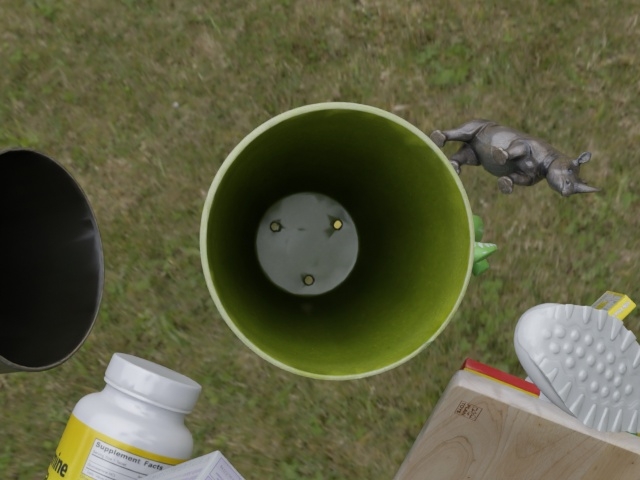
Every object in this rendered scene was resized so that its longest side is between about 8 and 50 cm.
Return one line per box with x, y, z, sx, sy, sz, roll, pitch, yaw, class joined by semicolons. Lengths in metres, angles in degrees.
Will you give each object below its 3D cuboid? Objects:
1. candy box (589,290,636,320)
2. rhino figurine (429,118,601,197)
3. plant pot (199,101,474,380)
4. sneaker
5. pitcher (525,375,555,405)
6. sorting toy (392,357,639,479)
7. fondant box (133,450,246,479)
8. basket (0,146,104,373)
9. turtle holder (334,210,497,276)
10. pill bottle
0.419;0.122;1.597;0.027;0.206;0.105;44;95;7;candy box
0.274;-0.109;1.430;0.243;0.073;0.106;24;35;37;rhino figurine
0.000;0.000;1.177;0.275;0.293;0.274;0;90;-8;plant pot
0.222;0.111;0.878;0.095;0.235;0.090;15;78;50;sneaker
0.388;0.224;1.369;0.177;0.207;0.125;51;130;34;pitcher
0.233;0.252;1.192;0.256;0.257;0.089;21;42;0;sorting toy
-0.237;0.406;1.199;0.096;0.238;0.330;50;44;-13;fondant box
-0.304;0.034;0.763;0.227;0.204;0.154;-13;104;14;basket
0.087;-0.005;1.487;0.243;0.320;0.227;-41;75;26;turtle holder
-0.303;0.345;1.550;0.188;0.188;0.333;21;86;14;pill bottle
